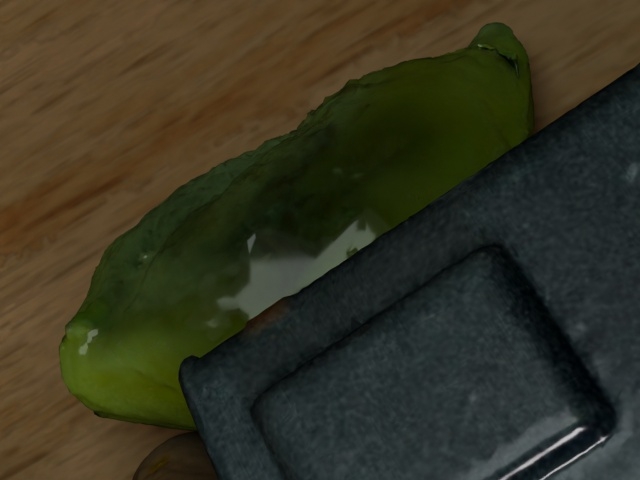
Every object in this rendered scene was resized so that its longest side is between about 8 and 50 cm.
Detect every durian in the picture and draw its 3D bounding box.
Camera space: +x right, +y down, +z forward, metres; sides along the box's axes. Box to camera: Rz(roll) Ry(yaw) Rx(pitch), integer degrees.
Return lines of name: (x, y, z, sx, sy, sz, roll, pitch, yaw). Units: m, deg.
durian: (0.000, 0.000, 0.733, 0.250, 0.101, 0.139, -33, 60, 1)

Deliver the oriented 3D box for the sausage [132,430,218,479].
sausage: (-0.026, 0.167, 0.614, 0.066, 0.066, 0.301, -40, 28, 3)

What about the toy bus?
toy bus: (0.125, 0.046, 0.613, 0.323, 0.194, 0.162, -33, 62, 6)
